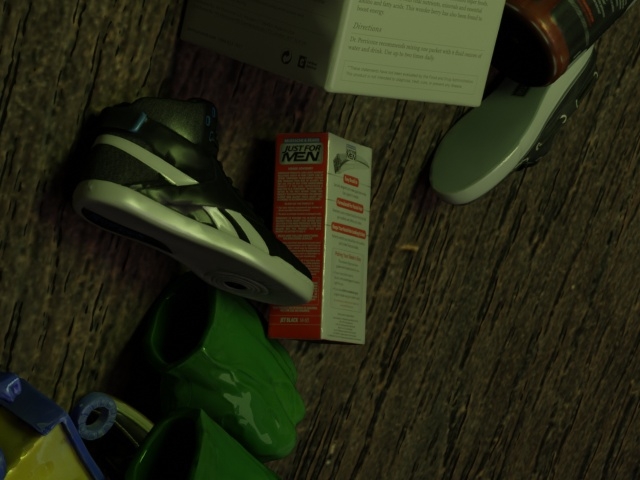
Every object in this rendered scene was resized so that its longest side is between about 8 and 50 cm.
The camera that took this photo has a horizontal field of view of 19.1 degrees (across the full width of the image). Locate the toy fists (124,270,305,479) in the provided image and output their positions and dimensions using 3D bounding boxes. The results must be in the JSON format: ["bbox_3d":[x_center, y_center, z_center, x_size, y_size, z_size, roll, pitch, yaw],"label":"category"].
[{"bbox_3d":[-0.080,0.159,1.487,0.142,0.096,0.279,46,30,-34],"label":"toy fists"}]

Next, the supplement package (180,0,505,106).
[{"bbox_3d":[0.039,-0.267,1.440,0.177,0.175,0.293,2,106,-45],"label":"supplement package"}]

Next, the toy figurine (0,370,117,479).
[{"bbox_3d":[-0.201,0.218,1.409,0.217,0.191,0.362,-50,137,-26],"label":"toy figurine"}]

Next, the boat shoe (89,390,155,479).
[{"bbox_3d":[-0.149,0.178,1.535,0.049,0.056,0.152,-54,137,-21],"label":"boat shoe"}]

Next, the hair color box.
[{"bbox_3d":[0.000,0.000,1.560,0.093,0.053,0.167,15,78,-65],"label":"hair color box"}]

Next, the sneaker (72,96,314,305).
[{"bbox_3d":[-0.079,-0.040,1.456,0.217,0.079,0.121,28,65,-32],"label":"sneaker"}]

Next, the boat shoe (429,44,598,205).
[{"bbox_3d":[0.185,-0.105,1.750,0.228,0.080,0.076,-54,136,-25],"label":"boat shoe"}]

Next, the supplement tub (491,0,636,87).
[{"bbox_3d":[0.230,-0.234,1.711,0.198,0.106,0.106,-44,134,-23],"label":"supplement tub"}]
